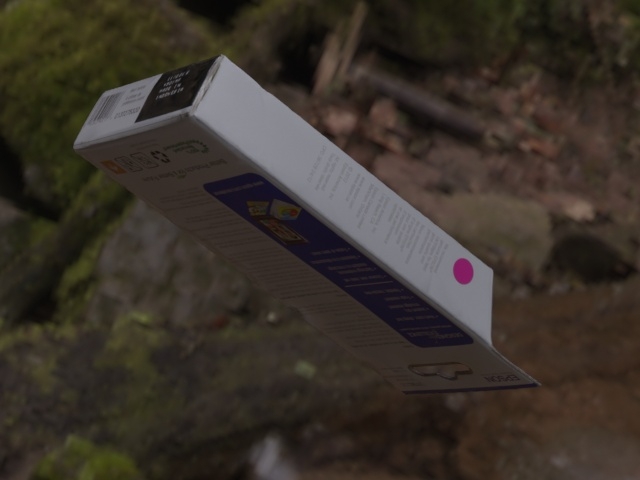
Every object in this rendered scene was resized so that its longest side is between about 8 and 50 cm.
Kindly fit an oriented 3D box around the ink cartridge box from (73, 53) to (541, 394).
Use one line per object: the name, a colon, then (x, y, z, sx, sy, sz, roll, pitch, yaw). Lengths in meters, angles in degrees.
ink cartridge box: (0.000, 0.000, 1.482, 0.371, 0.175, 0.069, 40, 63, -26)
